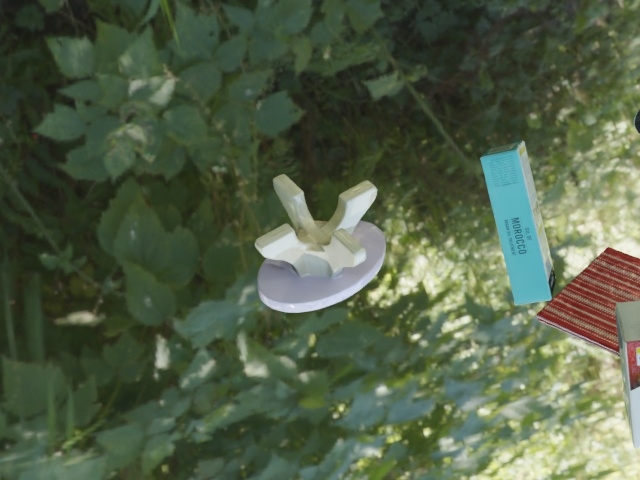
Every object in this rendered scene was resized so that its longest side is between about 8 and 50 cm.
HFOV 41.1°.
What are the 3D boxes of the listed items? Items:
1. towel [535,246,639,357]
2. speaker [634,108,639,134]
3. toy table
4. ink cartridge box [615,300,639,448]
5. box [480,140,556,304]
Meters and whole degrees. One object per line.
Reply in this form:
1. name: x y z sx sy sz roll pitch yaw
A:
1. towel: 0.589 0.118 1.704 0.275 0.199 0.031 -35 130 -29
2. speaker: 0.543 -0.184 1.344 0.055 0.055 0.136 -31 163 36
3. toy table: 0.000 0.000 1.589 0.274 0.252 0.160 -40 147 -29
4. ink cartridge box: 0.641 0.228 1.340 0.310 0.271 0.130 -7 -156 15
5. box: 0.317 -0.029 1.359 0.060 0.244 0.100 -11 -170 22
